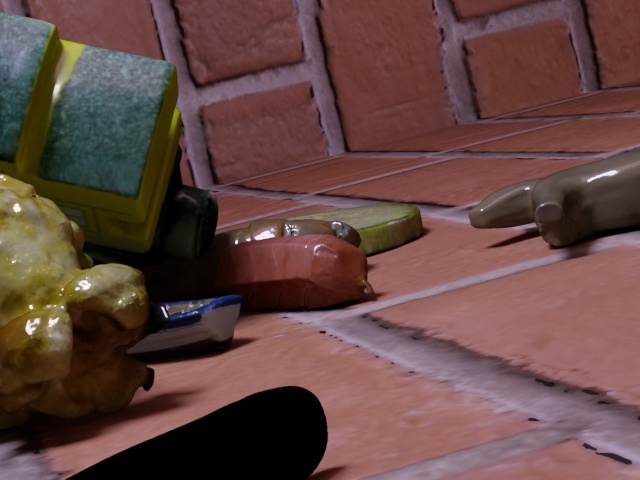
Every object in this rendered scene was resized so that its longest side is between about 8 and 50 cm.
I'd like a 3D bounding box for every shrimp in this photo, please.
[{"bbox_3d":[-0.093,0.027,1.608,0.267,0.061,0.145,-18,-6,4],"label":"shrimp"}]

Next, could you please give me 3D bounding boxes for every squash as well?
[{"bbox_3d":[-0.001,-0.005,1.776,0.219,0.041,0.219,-13,7,2],"label":"squash"}]

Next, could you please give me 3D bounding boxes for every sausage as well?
[{"bbox_3d":[-0.020,0.027,1.448,0.065,0.065,0.169,-17,7,-36],"label":"sausage"}]

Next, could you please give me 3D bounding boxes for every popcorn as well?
[{"bbox_3d":[-0.209,0.060,1.179,0.195,0.168,0.173,38,20,34],"label":"popcorn"}]

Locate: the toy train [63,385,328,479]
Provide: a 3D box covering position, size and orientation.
[{"bbox_3d":[-0.072,0.115,0.784,0.051,0.052,0.234,-15,4,31],"label":"toy train"}]

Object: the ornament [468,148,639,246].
[{"bbox_3d":[0.235,-0.037,1.470,0.230,0.061,0.245,-14,7,10],"label":"ornament"}]

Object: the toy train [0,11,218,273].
[{"bbox_3d":[-0.304,-0.087,1.486,0.442,0.179,0.272,12,-23,3],"label":"toy train"}]

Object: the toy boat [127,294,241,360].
[{"bbox_3d":[-0.155,0.071,1.385,0.229,0.046,0.080,-8,9,41],"label":"toy boat"}]
